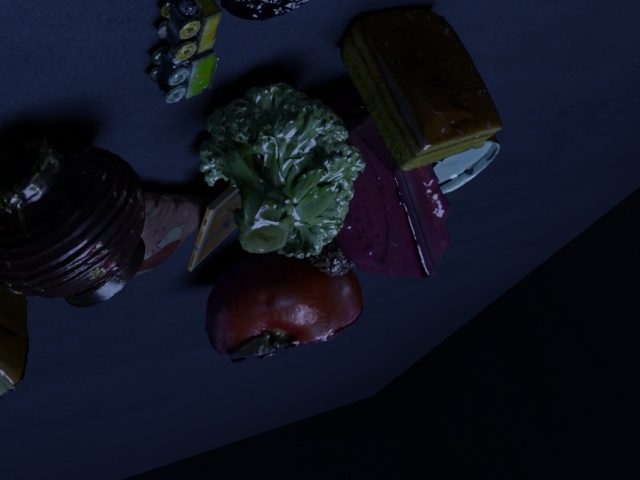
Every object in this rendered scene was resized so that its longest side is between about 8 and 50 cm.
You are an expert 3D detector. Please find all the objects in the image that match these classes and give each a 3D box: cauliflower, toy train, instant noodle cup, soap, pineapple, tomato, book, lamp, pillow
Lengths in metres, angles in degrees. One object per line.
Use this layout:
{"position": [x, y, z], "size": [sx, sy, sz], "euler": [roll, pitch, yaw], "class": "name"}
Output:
{"position": [-0.066, -0.093, 1.749], "size": [0.275, 0.250, 0.272], "euler": [28, 136, -14], "class": "cauliflower"}
{"position": [-0.174, -0.253, 1.492], "size": [0.081, 0.060, 0.202], "euler": [-28, 163, -26], "class": "toy train"}
{"position": [0.197, -0.195, 2.007], "size": [0.230, 0.182, 0.230], "euler": [-25, 162, -9], "class": "instant noodle cup"}
{"position": [0.086, -0.096, 1.912], "size": [0.220, 0.325, 0.127], "euler": [3, -146, 36], "class": "soap"}
{"position": [-0.001, 0.000, 2.205], "size": [0.083, 0.221, 0.103], "euler": [24, 96, -44], "class": "pineapple"}
{"position": [-0.090, 0.091, 2.337], "size": [0.334, 0.176, 0.290], "euler": [-12, -157, 7], "class": "tomato"}
{"position": [-0.161, -0.051, 2.018], "size": [0.170, 0.018, 0.242], "euler": [-47, 173, -29], "class": "book"}
{"position": [-0.357, -0.030, 1.569], "size": [0.247, 0.247, 0.247], "euler": [-26, 162, -9], "class": "lamp"}
{"position": [-0.304, -0.003, 1.915], "size": [0.223, 0.084, 0.236], "euler": [-44, 162, 25], "class": "pillow"}

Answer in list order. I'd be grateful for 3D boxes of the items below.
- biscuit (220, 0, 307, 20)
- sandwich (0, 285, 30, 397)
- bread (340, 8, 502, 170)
{"position": [-0.051, -0.350, 1.420], "size": [0.194, 0.053, 0.194], "euler": [-28, 161, -10], "class": "biscuit"}
{"position": [-0.594, 0.136, 1.844], "size": [0.155, 0.227, 0.198], "euler": [-32, 126, 14], "class": "sandwich"}
{"position": [0.154, -0.238, 1.738], "size": [0.184, 0.234, 0.110], "euler": [-17, 160, -35], "class": "bread"}
